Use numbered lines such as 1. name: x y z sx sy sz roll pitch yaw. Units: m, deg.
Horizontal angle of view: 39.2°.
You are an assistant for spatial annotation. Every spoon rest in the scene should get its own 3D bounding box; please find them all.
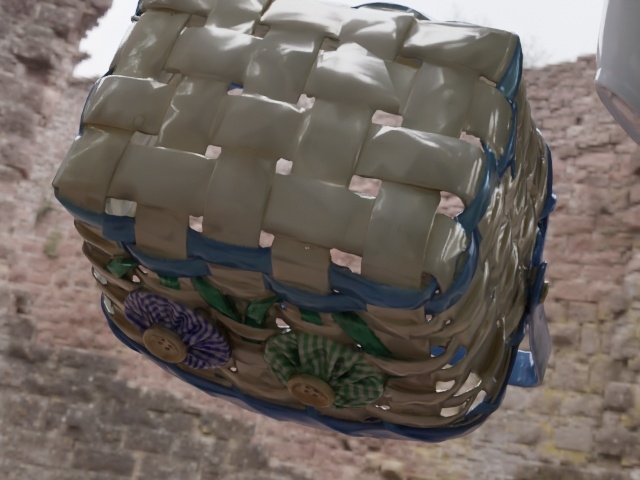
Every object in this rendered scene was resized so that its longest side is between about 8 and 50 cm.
1. spoon rest: 0.161 -0.129 0.466 0.276 0.084 0.137 44 10 -20

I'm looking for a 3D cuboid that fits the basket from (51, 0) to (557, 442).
1. basket: 0.000 0.000 0.494 0.255 0.201 0.289 14 -16 18
